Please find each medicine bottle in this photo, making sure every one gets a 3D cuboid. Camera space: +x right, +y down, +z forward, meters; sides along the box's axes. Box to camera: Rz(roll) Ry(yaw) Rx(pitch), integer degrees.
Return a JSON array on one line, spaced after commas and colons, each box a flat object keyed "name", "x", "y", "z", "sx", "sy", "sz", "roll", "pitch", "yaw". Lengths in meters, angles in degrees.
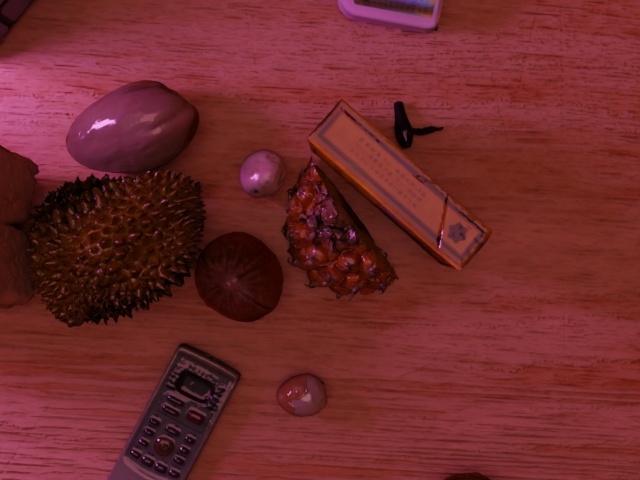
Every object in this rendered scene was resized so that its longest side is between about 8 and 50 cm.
[{"name": "medicine bottle", "x": 0.093, "y": -0.414, "z": 1.392, "sx": 0.219, "sy": 0.078, "sz": 0.115, "roll": 10, "pitch": 93, "yaw": 0}]

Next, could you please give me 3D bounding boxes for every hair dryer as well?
[{"name": "hair dryer", "x": 0.163, "y": -0.195, "z": 1.427, "sx": 0.083, "sy": 0.031, "sz": 0.079, "roll": -6, "pitch": 82, "yaw": -14}]

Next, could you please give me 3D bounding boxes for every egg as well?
[{"name": "egg", "x": -0.031, "y": 0.256, "z": 1.408, "sx": 0.083, "sy": 0.071, "sz": 0.071, "roll": -12, "pitch": 91, "yaw": 3}]

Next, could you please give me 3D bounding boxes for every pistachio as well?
[{"name": "pistachio", "x": -0.298, "y": -0.177, "z": 1.369, "sx": 0.215, "sy": 0.144, "sz": 0.144, "roll": -19, "pitch": 91, "yaw": 13}]

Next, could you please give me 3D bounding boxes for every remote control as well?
[{"name": "remote control", "x": -0.248, "y": 0.320, "z": 1.424, "sx": 0.123, "sy": 0.038, "sz": 0.285, "roll": 30, "pitch": 91, "yaw": -1}]

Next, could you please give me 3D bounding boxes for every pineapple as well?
[{"name": "pineapple", "x": 0.004, "y": 0.005, "z": 1.363, "sx": 0.140, "sy": 0.164, "sz": 0.250, "roll": -35, "pitch": 94, "yaw": 8}]

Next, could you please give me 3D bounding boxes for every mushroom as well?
[{"name": "mushroom", "x": -0.094, "y": -0.109, "z": 1.404, "sx": 0.084, "sy": 0.067, "sz": 0.083, "roll": -11, "pitch": 65, "yaw": 26}]

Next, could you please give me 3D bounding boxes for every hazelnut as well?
[{"name": "hazelnut", "x": -0.128, "y": 0.057, "z": 1.368, "sx": 0.150, "sy": 0.150, "sz": 0.150, "roll": 0, "pitch": 91, "yaw": 0}]

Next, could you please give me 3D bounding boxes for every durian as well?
[{"name": "durian", "x": -0.309, "y": 0.003, "z": 1.318, "sx": 0.293, "sy": 0.258, "sz": 0.258, "roll": -19, "pitch": 91, "yaw": -2}]

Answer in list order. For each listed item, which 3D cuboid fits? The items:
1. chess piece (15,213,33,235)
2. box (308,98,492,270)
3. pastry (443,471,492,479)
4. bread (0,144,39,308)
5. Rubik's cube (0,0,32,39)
[{"name": "chess piece", "x": -0.521, "y": -0.027, "z": 1.418, "sx": 0.084, "sy": 0.038, "sz": 0.083, "roll": 0, "pitch": 92, "yaw": -2}, {"name": "box", "x": 0.118, "y": -0.083, "z": 1.340, "sx": 0.301, "sy": 0.193, "sz": 0.084, "roll": 41, "pitch": 92, "yaw": -1}, {"name": "pastry", "x": 0.251, "y": 0.476, "z": 1.395, "sx": 0.189, "sy": 0.103, "sz": 0.188, "roll": 0, "pitch": 92, "yaw": 0}, {"name": "bread", "x": -0.660, "y": -0.038, "z": 1.237, "sx": 0.371, "sy": 0.390, "sz": 0.279, "roll": 0, "pitch": 77, "yaw": 14}, {"name": "Rubik's cube", "x": -0.587, "y": -0.516, "z": 1.257, "sx": 0.344, "sy": 0.344, "sz": 0.337, "roll": 39, "pitch": 91, "yaw": -1}]
